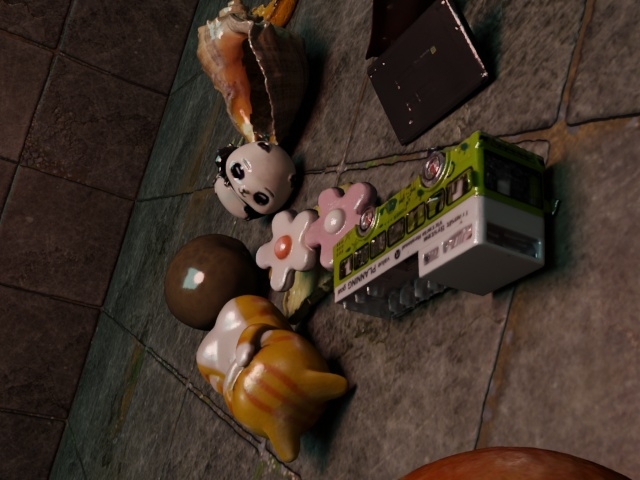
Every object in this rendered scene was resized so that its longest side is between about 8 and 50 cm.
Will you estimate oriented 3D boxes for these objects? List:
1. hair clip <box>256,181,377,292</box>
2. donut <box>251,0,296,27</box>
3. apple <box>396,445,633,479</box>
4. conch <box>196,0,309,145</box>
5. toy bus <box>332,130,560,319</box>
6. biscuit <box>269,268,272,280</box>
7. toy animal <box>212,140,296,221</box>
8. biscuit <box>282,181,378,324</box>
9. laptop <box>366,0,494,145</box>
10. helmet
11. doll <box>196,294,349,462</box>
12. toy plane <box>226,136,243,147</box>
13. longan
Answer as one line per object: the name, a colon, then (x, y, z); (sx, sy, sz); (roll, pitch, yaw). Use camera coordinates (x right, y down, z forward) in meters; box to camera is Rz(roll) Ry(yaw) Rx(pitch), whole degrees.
hair clip: (-0.006, -0.003, 0.998); (0.257, 0.075, 0.146); (-29, 44, 50)
donut: (-0.116, -0.609, 1.717); (0.181, 0.078, 0.146); (-51, 32, 25)
apple: (0.116, 0.271, 0.406); (0.301, 0.301, 0.301); (-44, 37, 45)
conch: (-0.114, -0.358, 1.407); (0.210, 0.352, 0.297); (-30, 7, -14)
toy bus: (0.124, 0.006, 0.766); (0.302, 0.113, 0.139); (-40, 40, 53)
biscuit: (-0.072, 0.030, 1.251); (0.083, 0.018, 0.081); (-34, 44, 54)
toy animal: (-0.136, -0.130, 1.328); (0.138, 0.166, 0.179); (-47, 15, -25)
biscuit: (0.014, 0.002, 1.073); (0.273, 0.036, 0.187); (-46, 35, 43)
laptop: (0.141, -0.231, 0.911); (0.197, 0.016, 0.135); (-35, 78, 53)
helmet: (0.127, -0.344, 0.969); (0.175, 0.106, 0.155); (69, -149, -73)
doll: (-0.086, 0.193, 0.998); (0.166, 0.162, 0.269); (-62, 24, 4)
toy plane: (-0.233, -0.227, 1.733); (0.102, 0.040, 0.111); (-51, 28, 17)
longan: (-0.213, 0.086, 1.310); (0.212, 0.198, 0.198); (35, 106, 48)
